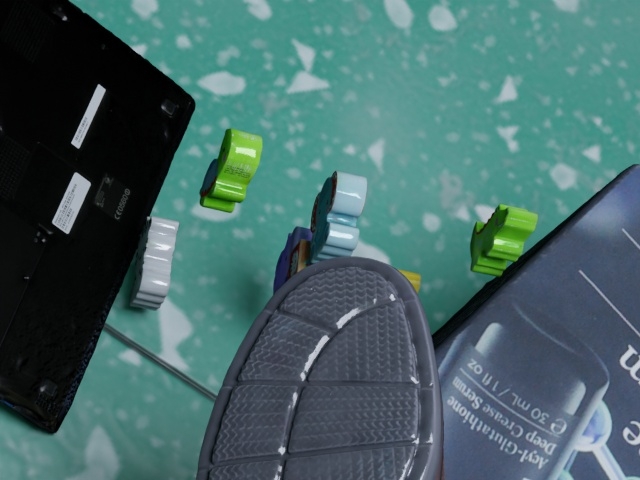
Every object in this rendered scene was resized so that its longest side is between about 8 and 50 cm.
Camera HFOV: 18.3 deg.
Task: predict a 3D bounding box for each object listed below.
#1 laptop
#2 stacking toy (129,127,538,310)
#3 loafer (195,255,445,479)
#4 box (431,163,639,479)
[{"bbox_3d":[-0.241,-0.048,1.140,0.264,0.136,0.234,37,60,-31],"label":"laptop"},{"bbox_3d":[0.000,0.000,1.083,0.167,0.221,0.052,12,67,-14],"label":"stacking toy"},{"bbox_3d":[0.003,0.158,0.875,0.109,0.095,0.303,-2,62,14],"label":"loafer"},{"bbox_3d":[0.106,0.208,1.044,0.293,0.212,0.395,47,63,3],"label":"box"}]
